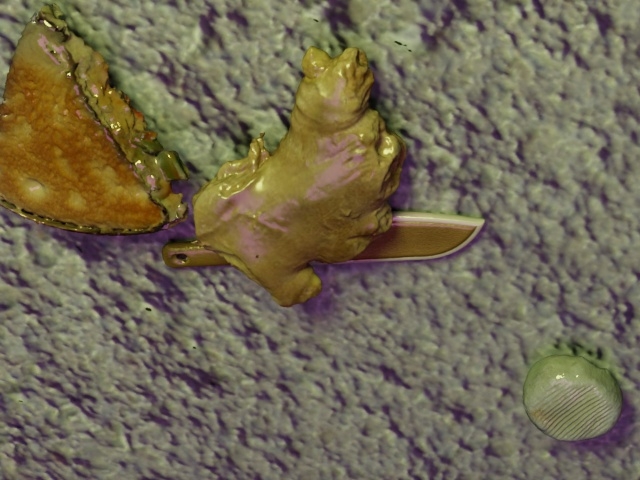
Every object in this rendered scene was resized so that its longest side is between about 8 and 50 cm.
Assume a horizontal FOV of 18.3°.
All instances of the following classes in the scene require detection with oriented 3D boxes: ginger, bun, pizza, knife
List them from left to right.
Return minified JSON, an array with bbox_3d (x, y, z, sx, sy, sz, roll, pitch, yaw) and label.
[{"bbox_3d":[-0.184,-0.091,1.467,0.185,0.052,0.195,8,128,19],"label":"pizza"},{"bbox_3d":[-0.002,-0.045,1.462,0.137,0.074,0.213,27,116,-24],"label":"ginger"},{"bbox_3d":[0.000,0.001,1.529,0.256,0.022,0.046,-3,121,11],"label":"knife"},{"bbox_3d":[0.200,0.123,1.580,0.083,0.045,0.083,3,130,3],"label":"bun"}]
